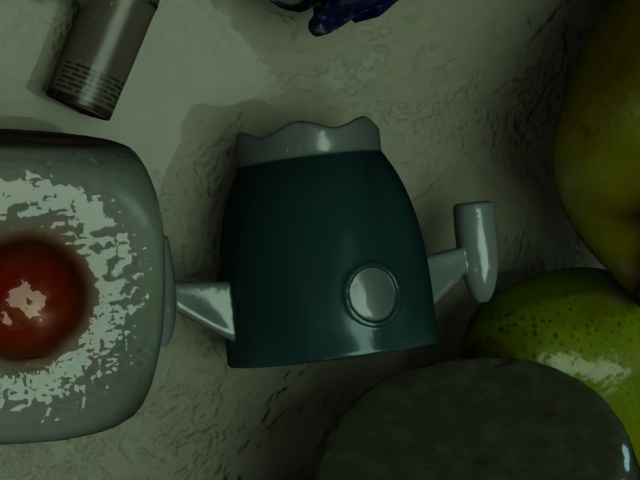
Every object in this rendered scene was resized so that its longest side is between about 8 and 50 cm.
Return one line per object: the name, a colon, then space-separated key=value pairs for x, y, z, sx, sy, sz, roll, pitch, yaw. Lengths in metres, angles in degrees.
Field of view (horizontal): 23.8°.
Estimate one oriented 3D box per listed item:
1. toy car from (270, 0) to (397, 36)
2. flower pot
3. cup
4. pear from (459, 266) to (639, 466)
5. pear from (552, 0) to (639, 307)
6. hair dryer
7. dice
toy car: x=0.027 y=-0.280 z=1.070 sx=0.172 sy=0.158 sz=0.235 roll=-44 pitch=114 yaw=-33
flower pot: x=0.117 y=0.274 z=1.101 sx=0.293 sy=0.293 sz=0.330 roll=-26 pitch=125 yaw=-19
cup: x=0.000 y=0.000 z=1.129 sx=0.300 sy=0.167 sz=0.173 roll=-6 pitch=90 yaw=-25
pear: x=0.198 y=0.110 z=1.225 sx=0.220 sy=0.187 sz=0.187 roll=3 pitch=97 yaw=-36
pear: x=0.318 y=-0.138 z=1.202 sx=0.386 sy=0.191 sz=0.340 roll=-30 pitch=152 yaw=-31
hair dryer: x=-0.211 y=-0.216 z=1.063 sx=0.220 sy=0.053 sz=0.195 roll=23 pitch=87 yaw=-19
dice: x=-0.218 y=0.025 z=1.012 sx=0.193 sy=0.192 sz=0.194 roll=-2 pitch=100 yaw=-26
